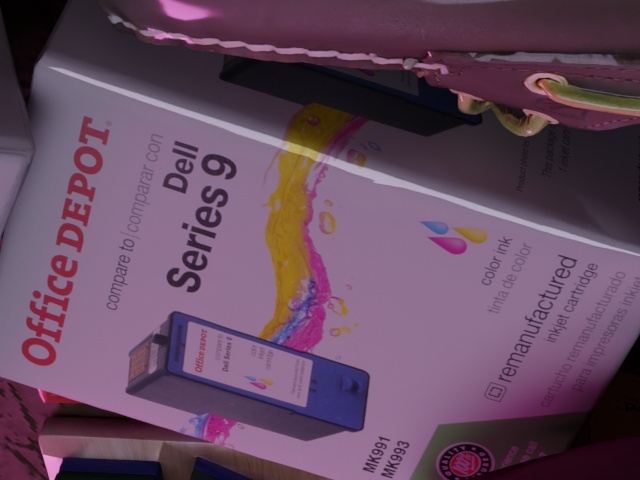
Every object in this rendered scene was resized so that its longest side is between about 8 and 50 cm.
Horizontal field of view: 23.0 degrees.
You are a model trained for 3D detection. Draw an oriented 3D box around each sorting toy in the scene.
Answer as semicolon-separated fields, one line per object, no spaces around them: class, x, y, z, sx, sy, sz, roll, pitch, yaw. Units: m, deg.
sorting toy;-0.058;0.138;0.716;0.132;0.046;0.274;2;130;10

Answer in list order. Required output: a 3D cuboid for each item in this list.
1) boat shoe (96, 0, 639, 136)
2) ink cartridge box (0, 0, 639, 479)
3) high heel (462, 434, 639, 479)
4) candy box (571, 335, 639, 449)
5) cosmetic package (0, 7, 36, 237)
boat shoe;0.086;-0.078;0.460;0.324;0.116;0.096;-3;127;6
ink cartridge box;0.000;0.000;0.556;0.212;0.093;0.154;19;132;-3
high heel;0.224;0.087;0.529;0.377;0.181;0.127;-4;108;-22
candy box;0.137;0.189;0.692;0.183;0.087;0.316;19;131;-5
cosmetic package;-0.239;-0.009;0.516;0.225;0.138;0.224;5;136;-28
